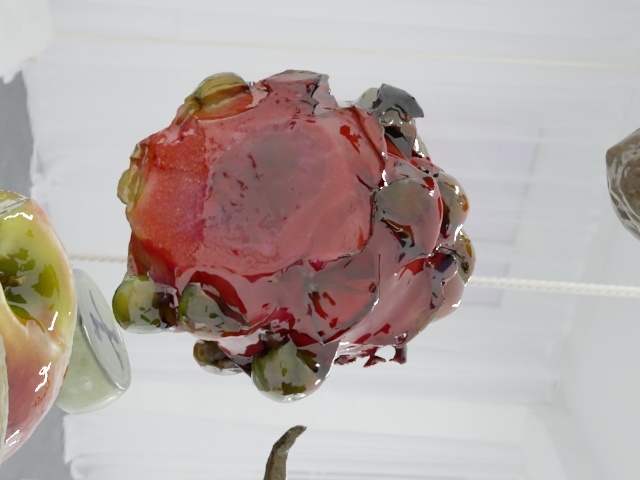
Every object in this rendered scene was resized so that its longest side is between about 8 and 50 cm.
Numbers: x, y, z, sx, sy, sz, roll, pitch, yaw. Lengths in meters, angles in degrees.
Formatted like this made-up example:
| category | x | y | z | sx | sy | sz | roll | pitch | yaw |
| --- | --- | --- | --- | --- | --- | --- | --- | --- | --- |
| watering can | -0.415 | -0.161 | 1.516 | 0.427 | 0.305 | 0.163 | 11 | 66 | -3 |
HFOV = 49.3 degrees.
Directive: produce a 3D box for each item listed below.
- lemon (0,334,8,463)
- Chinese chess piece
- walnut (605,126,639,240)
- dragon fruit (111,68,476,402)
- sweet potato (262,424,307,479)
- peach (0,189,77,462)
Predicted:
| category | x | y | z | sx | sy | sz | roll | pitch | yaw |
| --- | --- | --- | --- | --- | --- | --- | --- | --- | --- |
| lemon | -0.321 | 0.120 | 0.397 | 0.310 | 0.253 | 0.253 | -55 | -171 | 9 |
| Chinese chess piece | -0.376 | 0.152 | 1.078 | 0.238 | 0.092 | 0.237 | 159 | -90 | -86 |
| walnut | 0.400 | -0.046 | 0.706 | 0.178 | 0.230 | 0.178 | 24 | 90 | -84 |
| dragon fruit | 0.004 | 0.002 | 0.523 | 0.243 | 0.307 | 0.227 | -156 | -99 | -75 |
| sweet potato | -0.059 | 0.320 | 0.967 | 0.038 | 0.041 | 0.153 | 16 | 94 | -66 |
| peach | -0.433 | 0.111 | 0.717 | 0.242 | 0.381 | 0.306 | -65 | 146 | -77 |
